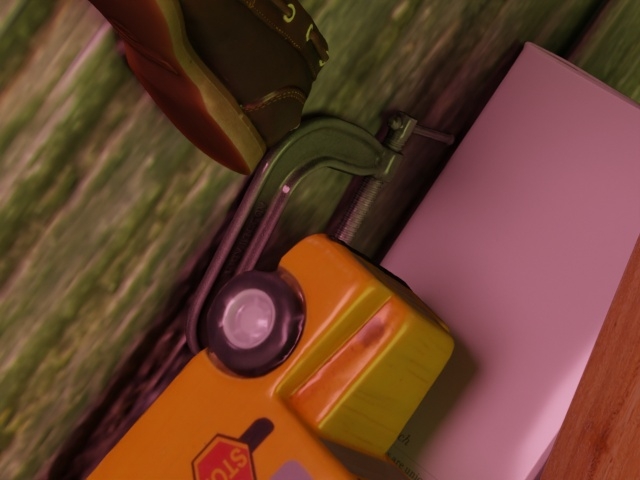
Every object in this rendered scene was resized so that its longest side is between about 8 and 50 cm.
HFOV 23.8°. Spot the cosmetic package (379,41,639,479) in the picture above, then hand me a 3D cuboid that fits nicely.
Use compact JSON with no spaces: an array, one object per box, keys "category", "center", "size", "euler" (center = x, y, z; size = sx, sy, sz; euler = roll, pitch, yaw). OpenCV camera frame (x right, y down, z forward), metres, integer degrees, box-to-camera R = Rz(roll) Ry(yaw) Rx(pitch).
[{"category":"cosmetic package","center":[0.106,0.099,0.868],"size":[0.365,0.155,0.197],"euler":[-57,148,2]}]

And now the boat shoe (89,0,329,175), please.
[{"category":"boat shoe","center":[-0.051,-0.103,0.568],"size":[0.073,0.073,0.207],"euler":[-51,154,-9]}]

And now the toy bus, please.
[{"category":"toy bus","center":[-0.059,0.159,0.721],"size":[0.333,0.130,0.108],"euler":[-48,148,6]}]

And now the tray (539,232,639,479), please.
[{"category":"tray","center":[0.189,0.140,0.802],"size":[0.203,0.076,0.411],"euler":[-19,134,-44]}]

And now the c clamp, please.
[{"category":"c clamp","center":[0.000,0.000,0.766],"size":[0.161,0.022,0.137],"euler":[-59,147,6]}]
